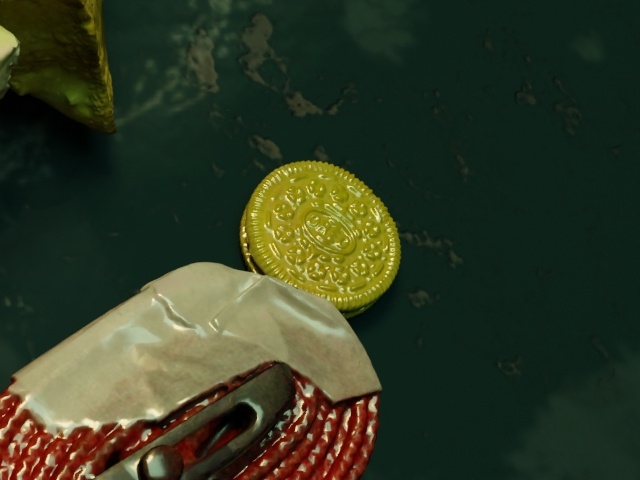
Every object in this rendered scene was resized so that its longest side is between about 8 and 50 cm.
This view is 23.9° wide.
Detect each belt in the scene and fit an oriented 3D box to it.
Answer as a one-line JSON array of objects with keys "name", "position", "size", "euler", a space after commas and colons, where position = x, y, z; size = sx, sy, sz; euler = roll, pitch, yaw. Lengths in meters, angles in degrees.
[{"name": "belt", "position": [-0.068, 0.096, 0.619], "size": [0.201, 0.124, 0.128], "euler": [-35, 85, -33]}]

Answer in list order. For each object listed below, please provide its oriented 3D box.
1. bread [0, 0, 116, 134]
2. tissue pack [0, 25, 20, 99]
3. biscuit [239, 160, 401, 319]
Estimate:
[{"name": "bread", "position": [-0.147, -0.173, 0.706], "size": [0.088, 0.160, 0.233], "euler": [-5, 60, -8]}, {"name": "tissue pack", "position": [-0.265, -0.078, 0.613], "size": [0.234, 0.125, 0.159], "euler": [38, 55, -4]}, {"name": "biscuit", "position": [0.000, 0.000, 0.759], "size": [0.084, 0.023, 0.084], "euler": [11, 60, -19]}]
